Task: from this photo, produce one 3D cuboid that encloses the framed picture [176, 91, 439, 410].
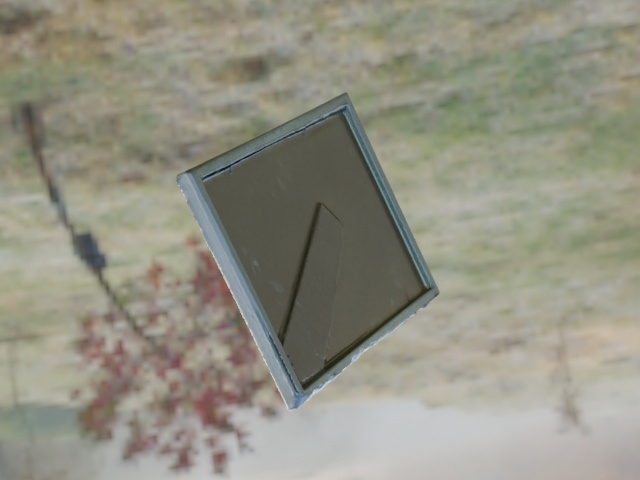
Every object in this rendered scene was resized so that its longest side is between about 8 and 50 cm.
[{"bbox_3d":[0.000,0.000,1.670,0.024,0.232,0.315,-23,-175,31],"label":"framed picture"}]
